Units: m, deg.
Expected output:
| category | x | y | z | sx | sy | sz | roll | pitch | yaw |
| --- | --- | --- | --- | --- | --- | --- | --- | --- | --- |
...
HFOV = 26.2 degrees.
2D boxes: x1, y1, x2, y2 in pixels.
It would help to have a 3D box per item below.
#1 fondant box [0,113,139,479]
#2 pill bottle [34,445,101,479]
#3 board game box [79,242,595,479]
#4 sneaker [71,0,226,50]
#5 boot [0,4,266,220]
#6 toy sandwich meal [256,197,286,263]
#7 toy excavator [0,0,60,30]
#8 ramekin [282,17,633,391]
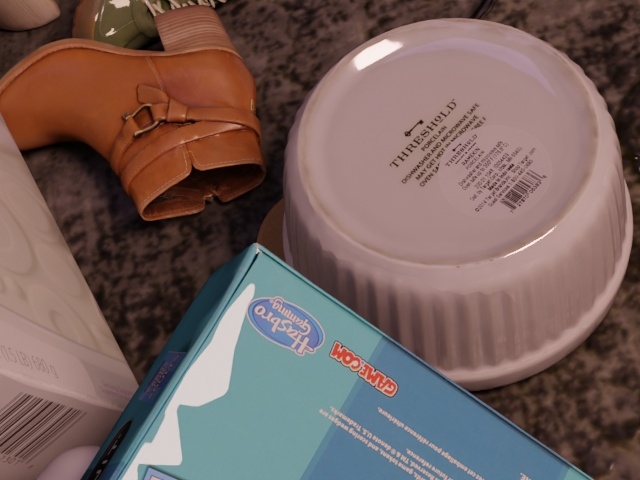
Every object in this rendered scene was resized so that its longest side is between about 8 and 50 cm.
| category | x | y | z | sx | sy | sz | roll | pitch | yaw |
| --- | --- | --- | --- | --- | --- | --- | --- | --- | --- |
| fondant box | -0.258 | -0.019 | 0.804 | 0.096 | 0.238 | 0.330 | -40 | 60 | 11 |
| pill bottle | -0.122 | 0.207 | 0.690 | 0.146 | 0.146 | 0.264 | 29 | 71 | 34 |
| board game box | -0.021 | 0.212 | 0.598 | 0.254 | 0.079 | 0.336 | 36 | 68 | -10 |
| sneaker | -0.094 | -0.199 | 1.010 | 0.086 | 0.064 | 0.192 | 23 | 64 | 37 |
| boot | -0.137 | -0.071 | 0.937 | 0.197 | 0.073 | 0.152 | -24 | 56 | 7 |
| toy sandwich meal | 0.000 | 0.000 | 0.863 | 0.086 | 0.029 | 0.085 | -8 | 63 | 16 |
| toy excavator | -0.108 | -0.412 | 1.092 | 0.433 | 0.222 | 0.445 | -11 | 62 | 15 |
| ramekin | 0.075 | -0.030 | 0.780 | 0.207 | 0.109 | 0.207 | -4 | 59 | 6 |
